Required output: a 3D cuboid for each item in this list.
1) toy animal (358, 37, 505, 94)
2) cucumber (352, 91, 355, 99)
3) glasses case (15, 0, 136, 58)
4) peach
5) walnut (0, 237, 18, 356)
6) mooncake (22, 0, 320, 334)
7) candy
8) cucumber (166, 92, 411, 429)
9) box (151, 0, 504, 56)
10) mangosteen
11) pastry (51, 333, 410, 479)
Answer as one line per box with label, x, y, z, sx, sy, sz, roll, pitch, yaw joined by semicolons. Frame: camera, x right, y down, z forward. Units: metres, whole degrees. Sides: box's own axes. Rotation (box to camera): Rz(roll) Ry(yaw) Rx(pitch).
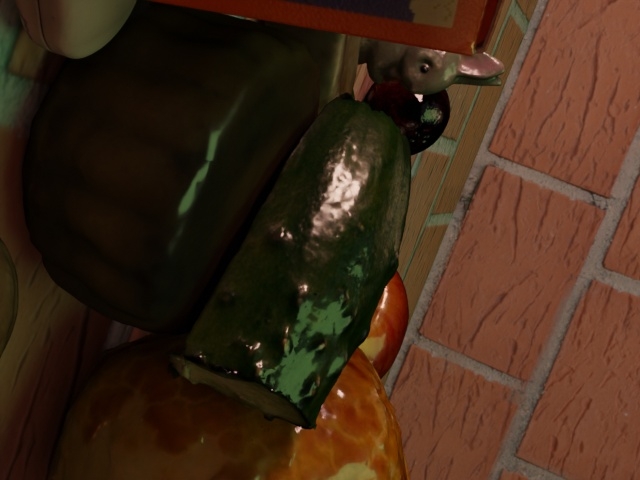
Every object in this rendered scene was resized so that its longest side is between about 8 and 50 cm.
toy animal;0.118;-0.250;1.414;0.108;0.236;0.138;-49;157;-25
cucumber;0.004;-0.177;1.445;0.227;0.069;0.069;-45;154;-63
glasses case;-0.161;-0.253;0.699;0.297;0.075;0.113;99;18;-47
peach;-0.009;0.121;1.520;0.281;0.238;0.281;-40;-137;52
walnut;-0.265;0.049;0.670;0.162;0.140;0.140;-55;165;-3
mooncake;-0.129;-0.066;0.932;0.290;0.161;0.290;-59;166;-25
candy;-0.008;-0.232;1.225;0.102;0.104;0.234;-49;158;-48
cucumber;0.002;0.000;0.949;0.325;0.145;0.105;-63;176;-24
box;0.029;-0.357;0.690;0.349;0.256;0.319;-79;177;-47
mangosteen;0.133;-0.213;1.733;0.152;0.152;0.152;-59;164;-29
pastry;-0.083;0.229;1.109;0.313;0.388;0.388;-70;165;8
